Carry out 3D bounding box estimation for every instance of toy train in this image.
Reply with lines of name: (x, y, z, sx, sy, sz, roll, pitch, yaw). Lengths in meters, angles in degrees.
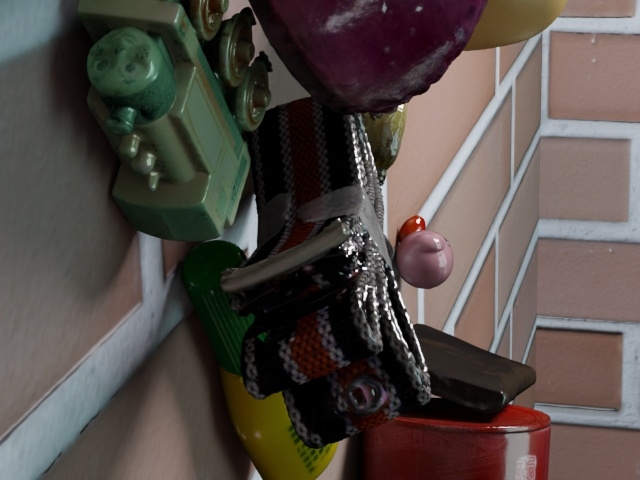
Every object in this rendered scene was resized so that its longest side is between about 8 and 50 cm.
toy train: (-0.085, -0.085, 0.848, 0.194, 0.080, 0.125, 67, 34, -63)

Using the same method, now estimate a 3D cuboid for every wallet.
wallet: (0.148, 0.143, 1.645, 0.309, 0.165, 0.042, -5, 112, -76)

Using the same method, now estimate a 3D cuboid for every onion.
onion: (0.044, -0.201, 0.963, 0.348, 0.159, 0.267, 42, 31, -65)

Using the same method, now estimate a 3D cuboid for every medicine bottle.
medicine bottle: (-0.042, 0.091, 1.077, 0.095, 0.064, 0.260, -64, 153, -29)

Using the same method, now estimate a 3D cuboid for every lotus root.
lotus root: (0.057, -0.103, 1.451, 0.054, 0.049, 0.099, 135, -37, -80)

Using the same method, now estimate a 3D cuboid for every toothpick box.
toothpick box: (0.135, 0.344, 1.555, 0.204, 0.204, 0.333, -5, 97, -76)

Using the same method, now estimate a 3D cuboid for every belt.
belt: (0.000, 0.000, 0.991, 0.126, 0.094, 0.359, 60, 12, -25)

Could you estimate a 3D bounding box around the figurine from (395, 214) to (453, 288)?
figurine: (0.119, 0.023, 1.690, 0.067, 0.071, 0.083, -31, 127, -21)

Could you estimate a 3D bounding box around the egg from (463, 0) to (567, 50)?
egg: (0.110, -0.268, 1.281, 0.201, 0.244, 0.201, -50, 166, -17)
